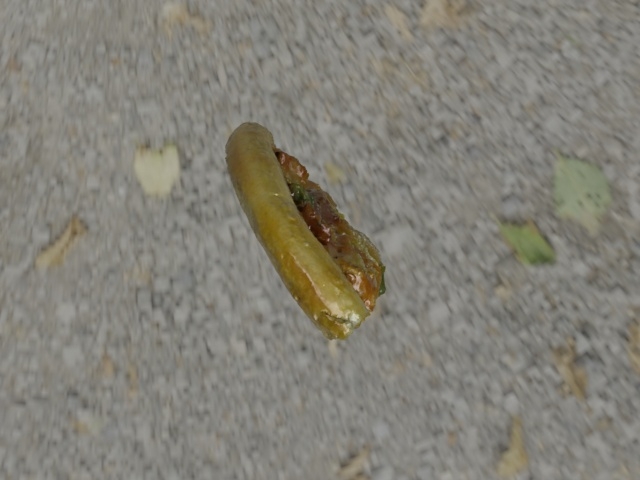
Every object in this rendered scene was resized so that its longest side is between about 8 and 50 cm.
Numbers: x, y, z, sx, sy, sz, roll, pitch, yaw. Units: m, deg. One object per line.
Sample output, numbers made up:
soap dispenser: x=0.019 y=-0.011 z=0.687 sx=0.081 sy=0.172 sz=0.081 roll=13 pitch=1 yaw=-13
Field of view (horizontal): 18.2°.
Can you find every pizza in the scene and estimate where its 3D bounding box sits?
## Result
pizza: x=0.000 y=0.000 z=1.692 sx=0.058 sy=0.292 sz=0.197 roll=-39 pitch=129 yaw=10
